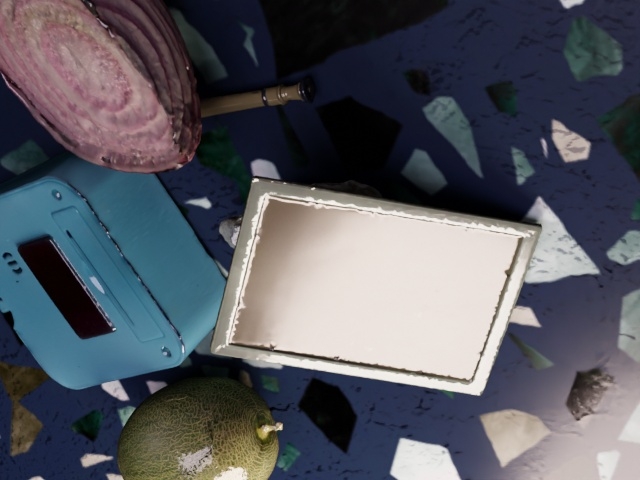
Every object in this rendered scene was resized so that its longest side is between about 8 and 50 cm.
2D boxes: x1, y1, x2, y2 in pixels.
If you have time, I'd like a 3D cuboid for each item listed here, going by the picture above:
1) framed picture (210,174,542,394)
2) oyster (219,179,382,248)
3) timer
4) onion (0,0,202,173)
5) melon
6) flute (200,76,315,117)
[{"bbox_3d":[0.047,0.043,1.847,0.274,0.017,0.217,11,126,-10],"label":"framed picture"},{"bbox_3d":[0.000,0.000,1.876,0.177,0.064,0.125,-18,107,31],"label":"oyster"},{"bbox_3d":[-0.239,0.028,2.013,0.250,0.091,0.232,-17,113,45],"label":"timer"},{"bbox_3d":[-0.212,-0.189,1.835,0.247,0.111,0.250,6,135,52],"label":"onion"},{"bbox_3d":[-0.119,0.206,2.011,0.192,0.139,0.139,-17,112,32],"label":"melon"},{"bbox_3d":[-0.110,-0.124,1.869,0.233,0.027,0.027,-7,116,29],"label":"flute"}]
